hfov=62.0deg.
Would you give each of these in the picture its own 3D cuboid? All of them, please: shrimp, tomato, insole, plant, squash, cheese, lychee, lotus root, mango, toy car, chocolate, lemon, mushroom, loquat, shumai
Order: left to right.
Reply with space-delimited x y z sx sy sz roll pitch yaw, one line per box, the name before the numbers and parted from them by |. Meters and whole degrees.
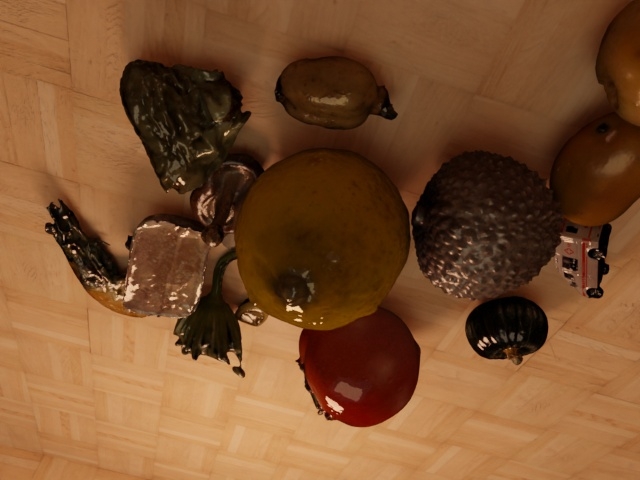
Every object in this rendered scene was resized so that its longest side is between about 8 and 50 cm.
shrimp | -0.527 0.056 1.369 0.272 0.085 0.445 -13 133 15
chocolate | -0.372 0.059 1.302 0.185 0.100 0.303 11 122 -17
shumai | -0.243 -0.232 1.004 0.218 0.189 0.256 -20 113 4
mushroom | -0.214 -0.051 1.111 0.148 0.217 0.227 18 134 -8
plant | -0.256 0.163 1.419 0.251 0.333 0.180 25 -173 42
insole | -0.171 -0.032 1.267 0.063 0.010 0.192 36 130 -22
cheese | -0.167 0.180 1.451 0.086 0.036 0.162 27 132 -17
lemon | 0.000 0.000 1.023 0.350 0.387 0.349 6 112 14
lotus root | 0.031 -0.259 0.943 0.221 0.118 0.125 6 166 1
tomato | 0.102 0.311 1.364 0.322 0.321 0.321 5 134 5
lychee | 0.305 -0.022 0.997 0.300 0.300 0.300 5 134 5
squash | 0.452 0.216 1.298 0.193 0.156 0.193 19 156 9
toy car | 0.559 0.037 1.146 0.108 0.089 0.209 7 141 32
mango | 0.511 -0.121 0.973 0.176 0.139 0.254 9 141 -1
loquat | 0.531 -0.266 0.792 0.213 0.213 0.213 5 134 5
